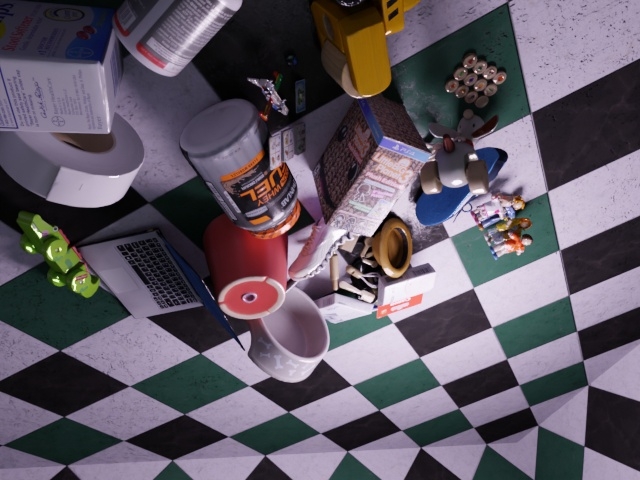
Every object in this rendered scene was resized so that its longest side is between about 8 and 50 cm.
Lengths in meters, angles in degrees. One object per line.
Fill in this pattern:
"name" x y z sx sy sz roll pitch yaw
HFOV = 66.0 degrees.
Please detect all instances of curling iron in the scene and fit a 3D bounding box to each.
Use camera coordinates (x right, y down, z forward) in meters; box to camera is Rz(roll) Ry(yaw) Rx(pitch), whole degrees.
"curling iron" -0.077 0.110 1.583 0.274 0.068 0.035 -52 133 -16

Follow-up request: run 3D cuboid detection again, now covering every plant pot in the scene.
"plant pot" -0.217 0.083 1.480 0.275 0.243 0.274 -7 136 -7

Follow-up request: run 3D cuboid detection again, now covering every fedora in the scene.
"fedora" 0.225 0.024 1.615 0.079 0.194 0.194 -2 152 46

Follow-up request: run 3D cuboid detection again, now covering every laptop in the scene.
"laptop" -0.477 0.179 1.493 0.408 0.236 0.381 -12 136 5

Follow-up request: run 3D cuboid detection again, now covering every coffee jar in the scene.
"coffee jar" 0.238 0.135 1.752 0.184 0.096 0.079 -33 139 17

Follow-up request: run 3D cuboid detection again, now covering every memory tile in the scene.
"memory tile" 0.409 -0.418 1.299 0.148 0.012 0.113 15 129 -28

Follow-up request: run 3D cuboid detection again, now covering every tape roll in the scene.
"tape roll" -0.540 -0.206 1.077 0.286 0.286 0.100 22 125 -32

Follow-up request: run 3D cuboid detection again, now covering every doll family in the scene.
"doll family" 0.613 -0.072 1.649 0.163 0.118 0.263 -26 117 21

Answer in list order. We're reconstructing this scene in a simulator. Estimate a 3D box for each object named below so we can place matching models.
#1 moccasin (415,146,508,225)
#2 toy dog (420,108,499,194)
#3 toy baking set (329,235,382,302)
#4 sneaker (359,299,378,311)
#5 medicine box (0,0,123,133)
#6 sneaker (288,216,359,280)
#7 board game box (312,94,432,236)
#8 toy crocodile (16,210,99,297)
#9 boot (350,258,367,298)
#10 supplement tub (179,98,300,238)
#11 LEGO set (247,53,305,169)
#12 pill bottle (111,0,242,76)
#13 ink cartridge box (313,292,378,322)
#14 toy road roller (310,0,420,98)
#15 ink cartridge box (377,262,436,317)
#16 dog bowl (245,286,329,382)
"moccasin" 0.424 -0.145 1.464 0.117 0.137 0.342 -12 162 -37
"toy dog" 0.344 -0.250 1.247 0.220 0.333 0.160 -13 126 11
"toy baking set" 0.122 0.095 1.645 0.197 0.030 0.256 -3 104 -15
"sneaker" 0.233 0.211 1.848 0.192 0.064 0.086 -21 141 12
"medicine box" -0.551 -0.341 0.952 0.290 0.263 0.149 -1 134 -14
"sneaker" 0.000 0.000 1.514 0.292 0.110 0.118 -45 125 -9
"board game box" 0.119 -0.199 1.288 0.141 0.232 0.291 14 129 -26
"toy crocodile" -0.744 0.046 1.413 0.115 0.105 0.340 11 137 26
"boot" 0.140 0.139 1.729 0.045 0.099 0.121 0 134 -17
"supplement tub" -0.188 -0.169 1.259 0.207 0.207 0.338 -22 136 8
"LEGO set" -0.095 -0.312 1.179 0.060 0.182 0.244 13 119 22
"pill bottle" -0.258 -0.475 0.965 0.283 0.161 0.161 -36 132 22
"ink cartridge box" 0.079 0.259 1.809 0.224 0.045 0.223 18 154 -28
"toy road roller" 0.113 -0.491 1.024 0.241 0.202 0.329 -23 135 -7
"ink cartridge box" 0.293 0.191 1.708 0.189 0.066 0.232 -16 133 -12
"dog bowl" -0.115 0.285 1.629 0.349 0.348 0.102 25 126 -33
